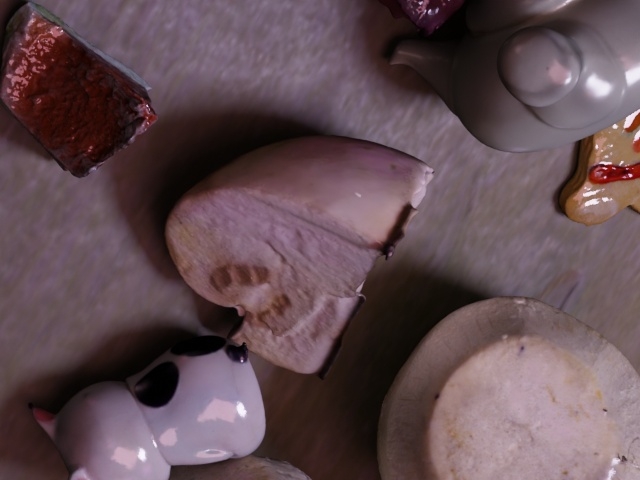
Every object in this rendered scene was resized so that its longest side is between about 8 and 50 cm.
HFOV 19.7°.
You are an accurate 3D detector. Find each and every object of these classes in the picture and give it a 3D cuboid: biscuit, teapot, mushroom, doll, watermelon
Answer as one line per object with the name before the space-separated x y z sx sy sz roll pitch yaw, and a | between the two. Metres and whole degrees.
biscuit | 0.281 -0.123 1.660 0.153 0.030 0.234 -7 115 -25
teapot | 0.202 -0.156 1.445 0.220 0.318 0.149 -34 105 -9
mushroom | -0.018 -0.021 1.513 0.162 0.173 0.236 -57 176 -38
doll | -0.134 0.150 1.525 0.180 0.110 0.107 -27 139 -9
watermelon | -0.171 -0.090 1.398 0.098 0.158 0.121 -55 150 4

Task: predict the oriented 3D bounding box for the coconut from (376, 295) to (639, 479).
coconut | 0.171 0.175 1.612 0.245 0.247 0.245 0 84 3

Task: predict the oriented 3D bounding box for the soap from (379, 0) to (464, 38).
soap | 0.049 -0.318 1.413 0.182 0.112 0.289 -45 123 -3

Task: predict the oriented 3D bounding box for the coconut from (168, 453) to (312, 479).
coconut | -0.065 0.306 1.566 0.224 0.224 0.234 -23 117 -16
